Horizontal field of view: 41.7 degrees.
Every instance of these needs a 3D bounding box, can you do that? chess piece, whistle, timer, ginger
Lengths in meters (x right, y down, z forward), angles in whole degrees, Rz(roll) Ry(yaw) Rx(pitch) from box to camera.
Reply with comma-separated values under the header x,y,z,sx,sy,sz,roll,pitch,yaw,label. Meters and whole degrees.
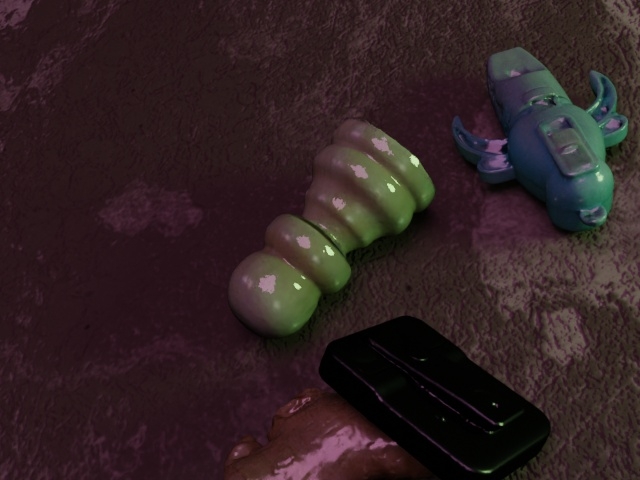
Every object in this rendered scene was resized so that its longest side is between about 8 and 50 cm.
x,y,z,sx,sy,sz,roll,pitch,yaw,label
0.000,0.000,0.896,0.133,0.133,0.243,33,77,32,chess piece
0.247,-0.117,0.921,0.186,0.093,0.274,-18,50,4,whistle
0.107,0.137,0.759,0.187,0.055,0.144,35,29,32,timer
0.018,0.194,0.776,0.213,0.074,0.137,-27,64,-2,ginger
